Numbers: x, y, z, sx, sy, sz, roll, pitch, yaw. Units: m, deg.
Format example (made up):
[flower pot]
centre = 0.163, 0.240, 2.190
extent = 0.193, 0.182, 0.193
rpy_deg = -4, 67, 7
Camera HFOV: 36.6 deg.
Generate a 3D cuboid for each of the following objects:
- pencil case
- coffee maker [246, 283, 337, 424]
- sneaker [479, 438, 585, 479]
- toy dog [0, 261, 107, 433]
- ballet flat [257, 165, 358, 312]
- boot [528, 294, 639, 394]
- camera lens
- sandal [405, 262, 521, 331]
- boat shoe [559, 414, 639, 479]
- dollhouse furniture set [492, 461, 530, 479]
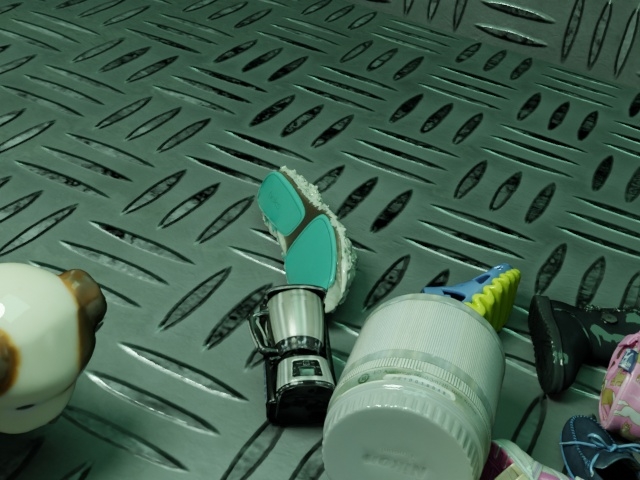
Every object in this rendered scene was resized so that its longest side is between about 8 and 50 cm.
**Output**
[pencil case]
centre = 0.618, 0.266, 1.443
extent = 0.386, 0.167, 0.160
rpy_deg = 20, 39, 11
[coffee maker]
centre = -0.028, 0.180, 1.436
extent = 0.120, 0.171, 0.178
rpy_deg = -13, 54, 9
[sneaker]
centre = 0.315, 0.359, 1.290
extent = 0.111, 0.103, 0.252
rpy_deg = -11, 44, -37
[toy dog]
centre = -0.457, 0.092, 1.229
extent = 0.408, 0.395, 0.285
rpy_deg = 19, 23, 29
[ballet flat]
centre = 0.000, 0.000, 1.736
extent = 0.147, 0.146, 0.409
rpy_deg = -1, 35, -18
[boot]
centre = 0.463, 0.175, 1.610
extent = 0.207, 0.094, 0.246
rpy_deg = 7, 26, 2
[camera lens]
centre = 0.133, 0.219, 1.331
extent = 0.220, 0.219, 0.274
rpy_deg = 16, 32, 9
[sandal]
centre = 0.225, 0.110, 1.628
extent = 0.138, 0.126, 0.317
rpy_deg = 27, 34, 32
[boat shoe]
centre = 0.423, 0.332, 1.359
extent = 0.109, 0.089, 0.258
rpy_deg = -1, 34, -18
[dollhouse furniture set]
centre = 0.245, 0.455, 1.120
extent = 0.303, 0.286, 0.198
rpy_deg = 49, 0, 13
